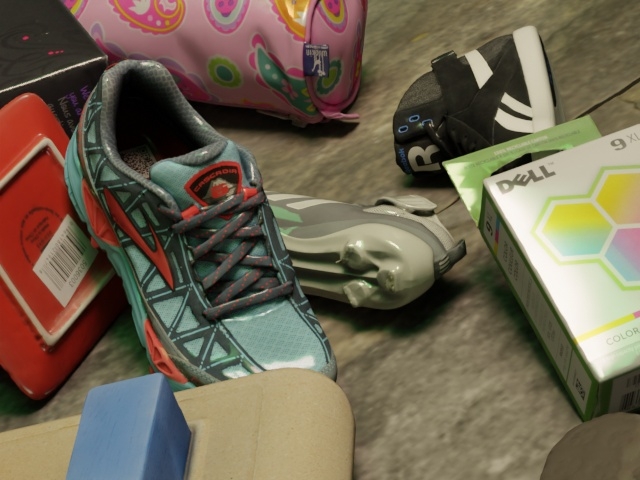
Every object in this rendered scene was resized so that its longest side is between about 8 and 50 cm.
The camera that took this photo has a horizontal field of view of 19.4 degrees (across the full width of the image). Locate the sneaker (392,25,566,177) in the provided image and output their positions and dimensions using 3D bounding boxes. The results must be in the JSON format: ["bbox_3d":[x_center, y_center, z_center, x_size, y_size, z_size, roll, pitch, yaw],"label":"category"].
[{"bbox_3d":[0.111,-0.054,1.283,0.121,0.079,0.217,-19,36,14],"label":"sneaker"}]

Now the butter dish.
[{"bbox_3d":[-0.217,0.011,1.231,0.118,0.160,0.160,-17,25,36],"label":"butter dish"}]

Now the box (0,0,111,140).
[{"bbox_3d":[-0.283,-0.061,1.334,0.270,0.143,0.165,-21,35,-15],"label":"box"}]

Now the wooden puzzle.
[{"bbox_3d":[-0.163,0.183,0.976,0.348,0.080,0.322,-10,33,10],"label":"wooden puzzle"}]

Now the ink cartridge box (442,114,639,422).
[{"bbox_3d":[0.165,-0.002,1.120,0.109,0.062,0.209,-20,58,-11],"label":"ink cartridge box"}]

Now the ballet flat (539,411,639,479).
[{"bbox_3d":[0.167,0.170,0.920,0.084,0.058,0.250,-30,28,6],"label":"ballet flat"}]

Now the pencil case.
[{"bbox_3d":[-0.101,-0.155,1.448,0.284,0.124,0.124,7,37,23],"label":"pencil case"}]

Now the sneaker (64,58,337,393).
[{"bbox_3d":[-0.077,-0.002,1.142,0.104,0.125,0.262,-26,66,-27],"label":"sneaker"}]

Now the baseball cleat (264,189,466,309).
[{"bbox_3d":[0.000,0.000,1.246,0.206,0.072,0.109,17,27,33],"label":"baseball cleat"}]
